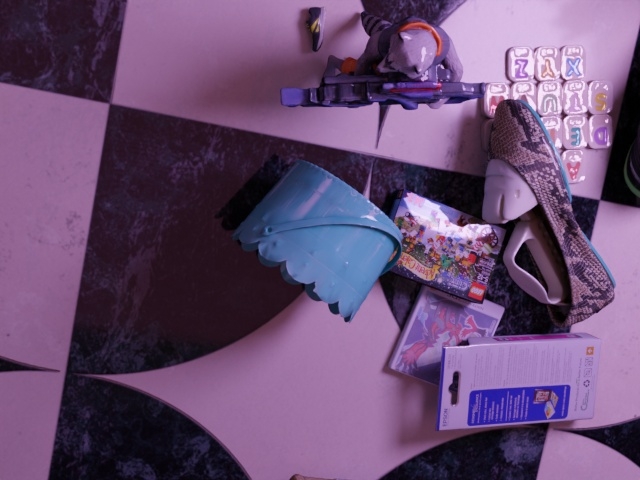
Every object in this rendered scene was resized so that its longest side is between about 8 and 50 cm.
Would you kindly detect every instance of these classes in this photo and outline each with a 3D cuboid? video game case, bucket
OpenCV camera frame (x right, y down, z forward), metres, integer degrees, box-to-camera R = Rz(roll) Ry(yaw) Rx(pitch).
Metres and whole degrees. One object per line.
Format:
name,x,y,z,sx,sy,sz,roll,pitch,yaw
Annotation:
video game case,0.256,0.195,1.653,0.184,0.023,0.201,22,93,-15
bucket,0.000,0.000,1.445,0.281,0.281,0.183,37,85,-15

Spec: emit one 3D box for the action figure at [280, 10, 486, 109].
action figure,0.090,-0.310,1.380,0.342,0.330,0.178,-4,101,-13

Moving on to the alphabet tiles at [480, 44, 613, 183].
alphabet tiles,0.456,-0.250,1.635,0.284,0.021,0.277,-4,99,-13

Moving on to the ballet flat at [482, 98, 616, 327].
ballet flat,0.415,-0.028,1.572,0.182,0.164,0.482,-36,111,-14

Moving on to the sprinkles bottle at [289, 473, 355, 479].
sprinkles bottle,0.108,0.540,1.620,0.356,0.121,0.121,10,96,-14

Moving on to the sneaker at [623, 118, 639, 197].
sneaker,0.730,-0.306,1.583,0.185,0.202,0.482,11,95,9

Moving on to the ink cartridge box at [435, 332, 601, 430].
ink cartridge box,0.396,0.284,1.661,0.371,0.069,0.175,0,99,-21

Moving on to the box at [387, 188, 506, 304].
box,0.234,0.014,1.598,0.233,0.044,0.159,20,84,-15

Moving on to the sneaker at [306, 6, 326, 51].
sneaker,-0.010,-0.390,1.505,0.035,0.031,0.083,7,92,0
